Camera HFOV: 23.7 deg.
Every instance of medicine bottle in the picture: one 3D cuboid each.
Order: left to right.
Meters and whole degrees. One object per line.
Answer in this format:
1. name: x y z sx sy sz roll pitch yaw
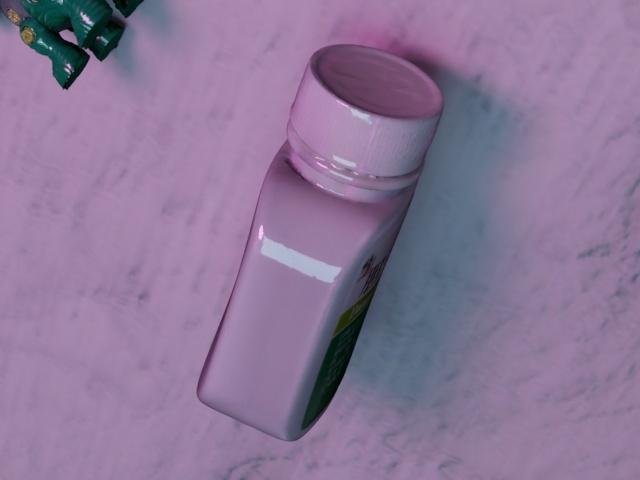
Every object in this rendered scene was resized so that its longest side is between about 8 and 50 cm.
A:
1. medicine bottle: 0.000 0.000 0.730 0.069 0.119 0.183 24 124 8

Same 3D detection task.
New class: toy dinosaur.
1. toy dinosaur: -0.137 -0.132 0.739 0.096 0.059 0.132 37 134 2
